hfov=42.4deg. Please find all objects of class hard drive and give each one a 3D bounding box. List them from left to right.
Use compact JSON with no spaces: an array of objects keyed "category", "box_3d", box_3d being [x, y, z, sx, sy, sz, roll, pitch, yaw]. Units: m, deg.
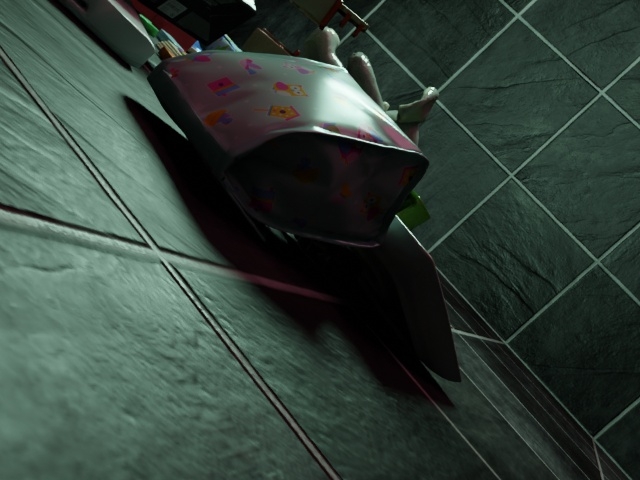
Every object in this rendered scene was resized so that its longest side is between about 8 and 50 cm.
[{"category":"hard drive","box_3d":[-0.347,-0.379,1.132,0.233,0.047,0.353,42,9,-34]}]

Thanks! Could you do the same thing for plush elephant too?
[{"category":"plush elephant","box_3d":[0.083,-0.224,1.619,0.255,0.272,0.330,-5,46,-48]}]

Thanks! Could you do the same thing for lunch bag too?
[{"category":"lunch bag","box_3d":[-0.187,-0.400,2.019,0.219,0.090,0.176,42,10,-36]},{"category":"lunch bag","box_3d":[-0.049,-0.113,0.935,0.262,0.160,0.223,5,35,-38]}]

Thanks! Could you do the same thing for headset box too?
[{"category":"headset box","box_3d":[-0.223,-0.478,1.249,0.218,0.110,0.293,25,46,-53]}]

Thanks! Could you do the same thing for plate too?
[{"category":"plate","box_3d":[0.083,0.036,1.105,0.277,0.045,0.278,53,-11,42]}]

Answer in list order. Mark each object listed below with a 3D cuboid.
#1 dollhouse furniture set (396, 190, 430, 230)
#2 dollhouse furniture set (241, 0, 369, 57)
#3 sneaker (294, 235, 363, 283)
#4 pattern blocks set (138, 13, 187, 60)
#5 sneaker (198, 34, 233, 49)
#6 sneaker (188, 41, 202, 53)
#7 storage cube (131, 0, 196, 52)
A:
[{"category":"dollhouse furniture set","box_3d":[0.039,-0.116,1.396,0.197,0.151,0.301,56,3,-19]},{"category":"dollhouse furniture set","box_3d":[-0.052,-0.308,1.412,0.135,0.259,0.262,39,8,-8]},{"category":"sneaker","box_3d":[0.000,0.000,1.100,0.135,0.052,0.058,54,-2,-18]},{"category":"pattern blocks set","box_3d":[-0.210,-0.285,1.505,0.325,0.026,0.285,47,7,3]},{"category":"sneaker","box_3d":[-0.312,-0.552,2.144,0.145,0.090,0.270,52,5,41]},{"category":"sneaker","box_3d":[-0.296,-0.486,1.870,0.152,0.084,0.058,50,8,25]},{"category":"storage cube","box_3d":[-0.305,-0.546,1.722,0.215,0.193,0.183,42,8,-41]}]
